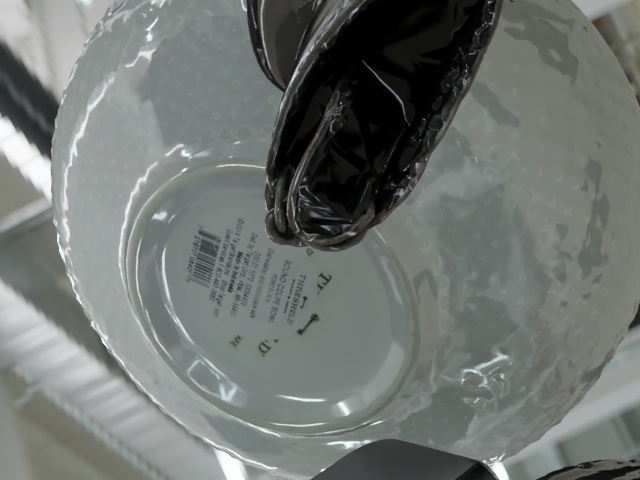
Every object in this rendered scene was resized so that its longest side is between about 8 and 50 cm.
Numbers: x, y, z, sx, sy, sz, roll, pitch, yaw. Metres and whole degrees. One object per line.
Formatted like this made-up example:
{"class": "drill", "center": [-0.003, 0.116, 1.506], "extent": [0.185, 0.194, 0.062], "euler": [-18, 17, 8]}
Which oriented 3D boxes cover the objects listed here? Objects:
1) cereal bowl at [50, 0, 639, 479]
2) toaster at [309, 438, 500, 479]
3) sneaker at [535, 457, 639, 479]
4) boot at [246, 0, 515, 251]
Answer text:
{"class": "cereal bowl", "center": [0.000, 0.000, 0.908], "extent": [0.339, 0.339, 0.141], "euler": [61, -147, -18]}
{"class": "toaster", "center": [0.021, 0.201, 0.733], "extent": [0.168, 0.185, 0.110], "euler": [61, 162, -16]}
{"class": "sneaker", "center": [0.077, 0.103, 0.308], "extent": [0.286, 0.130, 0.109], "euler": [-21, -85, -62]}
{"class": "boot", "center": [0.013, -0.084, 0.633], "extent": [0.263, 0.091, 0.229], "euler": [118, 170, -47]}
